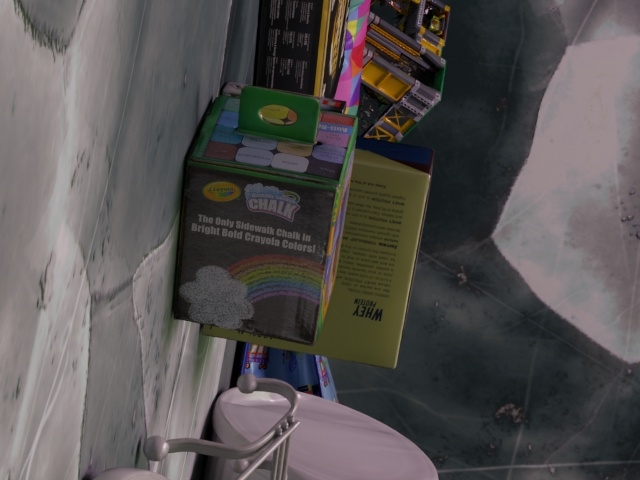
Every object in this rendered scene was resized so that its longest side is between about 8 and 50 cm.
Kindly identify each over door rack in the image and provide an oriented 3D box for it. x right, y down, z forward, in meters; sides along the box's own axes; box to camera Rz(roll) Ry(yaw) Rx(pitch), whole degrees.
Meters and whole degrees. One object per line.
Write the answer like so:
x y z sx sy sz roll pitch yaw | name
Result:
-0.126 0.292 1.469 0.324 0.108 0.239 -56 160 -44 | over door rack

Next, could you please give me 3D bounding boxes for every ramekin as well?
-0.011 0.278 1.963 0.273 0.273 0.127 -66 176 -76 | ramekin

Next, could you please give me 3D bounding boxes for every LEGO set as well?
0.054 -0.271 2.561 0.255 0.192 0.331 -40 -154 46 | LEGO set

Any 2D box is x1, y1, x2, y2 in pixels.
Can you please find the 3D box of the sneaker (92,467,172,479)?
-0.066 0.251 1.267 0.290 0.123 0.105 50 50 -46 | sneaker

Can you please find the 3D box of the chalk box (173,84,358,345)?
-0.044 -0.040 1.490 0.132 0.132 0.213 -74 174 -59 | chalk box

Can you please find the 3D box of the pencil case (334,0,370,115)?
0.008 -0.221 2.134 0.104 0.104 0.236 -75 172 -59 | pencil case

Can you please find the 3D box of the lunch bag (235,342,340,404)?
-0.048 0.123 2.198 0.221 0.138 0.293 -27 114 -85 | lunch bag

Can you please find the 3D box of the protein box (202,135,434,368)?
0.000 0.000 1.744 0.136 0.200 0.201 -66 165 -75 | protein box

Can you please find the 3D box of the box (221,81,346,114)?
-0.047 -0.037 1.605 0.036 0.114 0.207 -70 168 -71 | box

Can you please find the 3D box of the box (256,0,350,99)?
-0.012 -0.258 1.877 0.257 0.079 0.322 -79 177 -51 | box
